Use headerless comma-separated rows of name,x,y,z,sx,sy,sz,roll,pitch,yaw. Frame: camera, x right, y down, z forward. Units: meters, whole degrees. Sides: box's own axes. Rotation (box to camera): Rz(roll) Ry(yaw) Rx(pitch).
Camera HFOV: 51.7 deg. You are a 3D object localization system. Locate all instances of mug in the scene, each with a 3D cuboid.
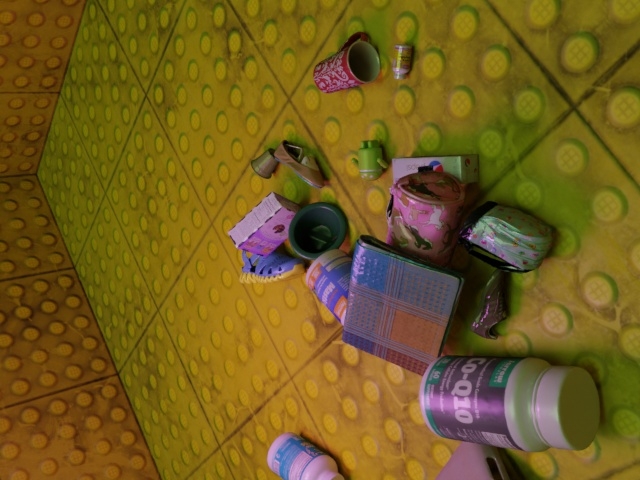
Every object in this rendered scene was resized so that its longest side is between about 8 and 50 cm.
mug,0.075,-0.474,1.801,0.113,0.150,0.169,50,151,-23

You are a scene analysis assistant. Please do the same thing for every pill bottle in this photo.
pill bottle,0.092,0.161,1.868,0.272,0.152,0.152,46,130,33
pill bottle,0.421,0.365,1.498,0.361,0.204,0.204,-10,91,49
pill bottle,-0.043,0.747,2.164,0.264,0.146,0.146,20,113,45
pill bottle,0.206,-0.454,1.677,0.043,0.043,0.083,23,116,44

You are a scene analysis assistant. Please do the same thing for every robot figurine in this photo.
robot figurine,0.136,-0.214,1.795,0.101,0.067,0.115,4,102,36

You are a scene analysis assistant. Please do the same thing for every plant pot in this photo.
plant pot,-0.170,-0.255,2.138,0.079,0.083,0.083,-44,65,32

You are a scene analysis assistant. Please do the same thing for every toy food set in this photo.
toy food set,0.384,0.664,1.666,0.219,0.092,0.306,-102,29,-53

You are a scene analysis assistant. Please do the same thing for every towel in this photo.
towel,0.191,0.171,1.626,0.271,0.040,0.370,22,134,18

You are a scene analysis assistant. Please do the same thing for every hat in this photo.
hat,0.000,0.000,2.036,0.208,0.183,0.173,-39,71,1

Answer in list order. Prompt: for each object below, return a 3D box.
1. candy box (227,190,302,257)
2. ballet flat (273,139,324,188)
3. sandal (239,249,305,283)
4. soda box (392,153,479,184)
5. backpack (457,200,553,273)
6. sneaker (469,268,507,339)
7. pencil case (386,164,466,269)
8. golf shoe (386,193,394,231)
candy box,-0.160,-0.047,2.047,0.196,0.165,0.070,-42,63,14
ballet flat,-0.061,-0.239,2.014,0.232,0.080,0.073,38,110,36
sandal,-0.172,0.072,2.180,0.317,0.126,0.138,-4,92,48
soda box,0.281,-0.175,1.633,0.216,0.074,0.069,6,104,48
backpack,0.418,-0.009,1.465,0.182,0.152,0.115,33,132,26
sneaker,0.418,0.152,1.573,0.071,0.066,0.188,27,125,23
pencil case,0.235,0.015,1.611,0.167,0.160,0.386,52,148,42
golf shoe,0.199,-0.055,1.747,0.067,0.086,0.186,23,116,43
